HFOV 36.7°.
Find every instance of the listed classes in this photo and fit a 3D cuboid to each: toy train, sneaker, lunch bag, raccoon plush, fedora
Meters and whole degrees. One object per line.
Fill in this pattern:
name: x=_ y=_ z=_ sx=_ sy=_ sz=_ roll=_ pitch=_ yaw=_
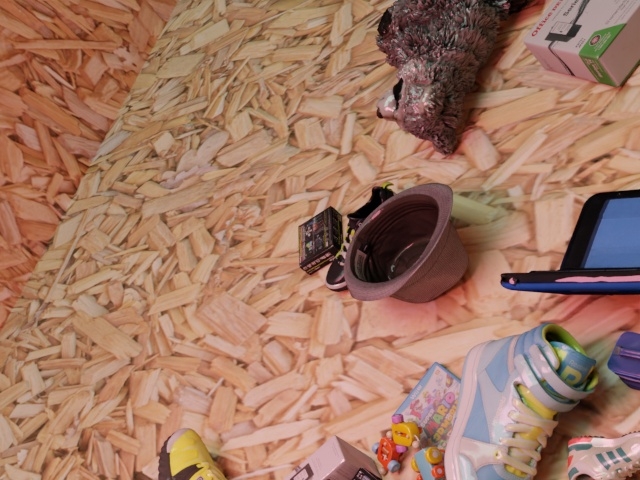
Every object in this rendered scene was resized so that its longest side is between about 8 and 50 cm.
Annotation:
toy train: x=0.145 y=0.337 z=1.486 sx=0.166 sy=0.046 sz=0.125 roll=38 pitch=130 yaw=49
sneaker: x=0.070 y=-0.013 z=1.860 sx=0.235 sy=0.097 sz=0.084 roll=-53 pitch=34 yaw=-3
sneaker: x=-0.175 y=0.478 z=1.669 sx=0.147 sy=0.145 sz=0.385 roll=-34 pitch=46 yaw=8
lunch bag: x=0.438 y=0.163 z=1.302 sx=0.098 sy=0.065 sz=0.067 roll=8 pitch=64 yaw=51
raccoon plush: x=0.295 y=-0.378 z=1.870 sx=0.446 sy=0.216 sz=0.299 roll=-38 pitch=44 yaw=18
fedora: x=0.166 y=0.026 z=1.689 sx=0.275 sy=0.124 sz=0.244 roll=-13 pitch=47 yaw=53
sneaker: x=0.283 y=0.248 z=1.316 sx=0.208 sy=0.127 sz=0.319 roll=-37 pitch=34 yaw=45
sneaker: x=0.390 y=0.293 z=1.248 sx=0.161 sy=0.057 sz=0.075 roll=-16 pitch=50 yaw=46

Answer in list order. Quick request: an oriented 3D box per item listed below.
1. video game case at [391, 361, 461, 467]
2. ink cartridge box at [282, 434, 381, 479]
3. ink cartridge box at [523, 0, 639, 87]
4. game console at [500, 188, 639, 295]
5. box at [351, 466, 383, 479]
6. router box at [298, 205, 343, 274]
video game case: x=0.194 y=0.275 z=1.522 sx=0.119 sy=0.015 sz=0.166 roll=-52 pitch=34 yaw=-1
ink cartridge box: x=-0.002 y=0.407 z=1.544 sx=0.180 sy=0.104 sz=0.060 roll=-44 pitch=36 yaw=11
ink cartridge box: x=0.489 y=-0.373 z=1.728 sx=0.153 sy=0.087 sz=0.208 roll=-52 pitch=33 yaw=-3
game console: x=0.441 y=-0.008 z=1.377 sx=0.293 sy=0.250 sz=0.174 roll=-4 pitch=82 yaw=47
box: x=0.090 y=0.447 z=1.423 sx=0.147 sy=0.077 sz=0.180 roll=-55 pitch=34 yaw=-7
router box: x=0.000 y=0.000 z=1.982 sx=0.092 sy=0.038 sz=0.122 roll=-31 pitch=38 yaw=26
